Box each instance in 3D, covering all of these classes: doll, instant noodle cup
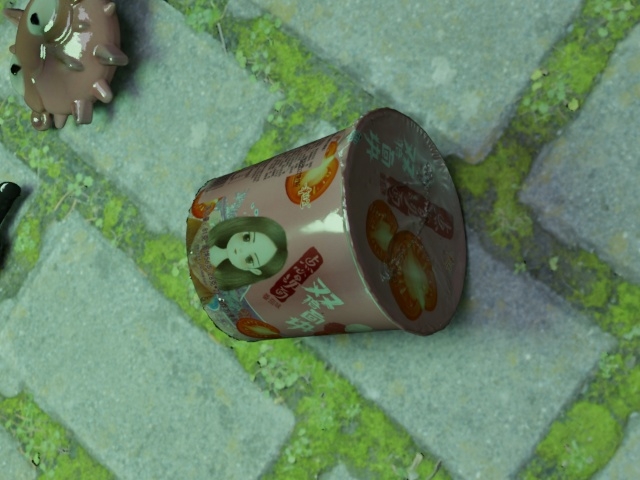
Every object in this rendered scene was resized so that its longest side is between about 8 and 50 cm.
[{"bbox_3d":[-0.320,-0.258,1.710,0.211,0.093,0.262,44,119,25],"label":"doll"},{"bbox_3d":[0.000,0.000,1.438,0.231,0.243,0.243,-13,76,32],"label":"instant noodle cup"}]

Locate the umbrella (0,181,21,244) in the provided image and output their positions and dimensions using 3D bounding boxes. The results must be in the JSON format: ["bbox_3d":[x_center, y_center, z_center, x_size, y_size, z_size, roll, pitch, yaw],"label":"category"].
[{"bbox_3d":[-0.457,0.033,1.772,0.071,0.071,0.248,29,92,28],"label":"umbrella"}]
